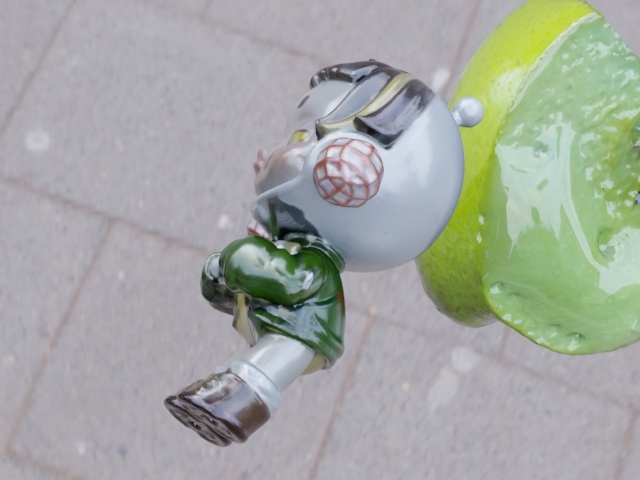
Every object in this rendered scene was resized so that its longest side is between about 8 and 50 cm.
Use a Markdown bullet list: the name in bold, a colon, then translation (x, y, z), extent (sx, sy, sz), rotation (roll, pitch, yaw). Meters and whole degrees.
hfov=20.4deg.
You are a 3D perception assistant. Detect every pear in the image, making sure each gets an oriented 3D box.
- **pear**: translation (0.230, -0.041, 1.756), extent (0.318, 0.238, 0.342), rotation (-47, 115, 1)

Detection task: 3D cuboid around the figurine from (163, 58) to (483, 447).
- **figurine**: translation (0.000, 0.000, 1.478), extent (0.167, 0.281, 0.370), rotation (34, 71, -7)
